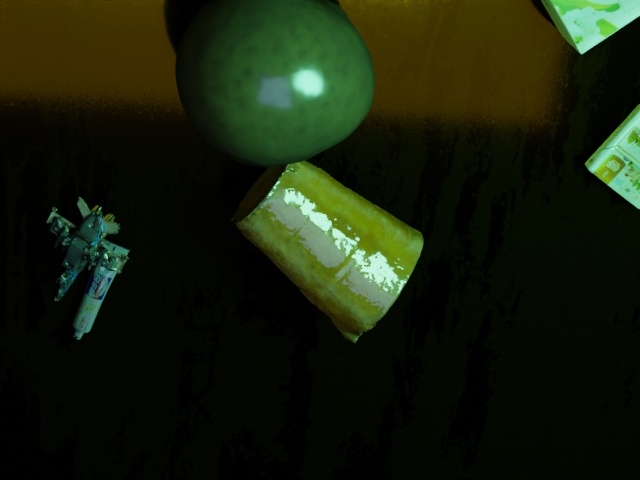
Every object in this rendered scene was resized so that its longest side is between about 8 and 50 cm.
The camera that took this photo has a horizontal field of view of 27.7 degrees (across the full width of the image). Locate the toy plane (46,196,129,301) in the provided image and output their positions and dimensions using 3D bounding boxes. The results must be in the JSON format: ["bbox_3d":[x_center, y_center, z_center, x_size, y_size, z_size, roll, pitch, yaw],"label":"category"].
[{"bbox_3d":[-0.356,0.026,1.895,0.135,0.062,0.188,36,112,4],"label":"toy plane"}]

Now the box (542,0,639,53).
[{"bbox_3d":[0.405,-0.414,1.774,0.260,0.111,0.194,-35,119,7],"label":"box"}]

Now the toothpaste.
[{"bbox_3d":[-0.336,0.076,1.944,0.045,0.028,0.170,25,111,-2],"label":"toothpaste"}]

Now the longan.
[{"bbox_3d":[-0.062,-0.221,1.715,0.258,0.258,0.258,-4,119,-8],"label":"longan"}]

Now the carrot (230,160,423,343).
[{"bbox_3d":[0.000,0.000,1.894,0.254,0.196,0.196,36,107,-15],"label":"carrot"}]

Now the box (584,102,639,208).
[{"bbox_3d":[0.517,-0.163,1.972,0.122,0.032,0.220,33,108,-25],"label":"box"}]
